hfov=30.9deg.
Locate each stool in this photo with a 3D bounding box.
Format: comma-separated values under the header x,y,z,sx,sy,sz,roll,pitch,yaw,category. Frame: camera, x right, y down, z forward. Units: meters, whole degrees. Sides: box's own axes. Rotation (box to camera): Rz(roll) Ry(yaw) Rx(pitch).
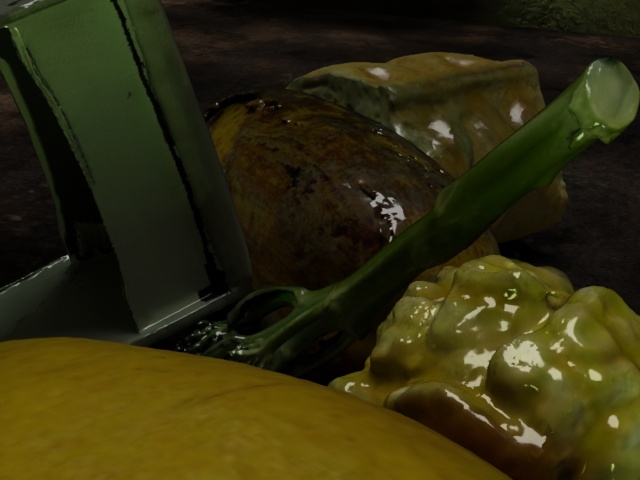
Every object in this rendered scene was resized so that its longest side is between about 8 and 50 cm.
x,y,z,sx,sy,sz,roll,pitch,yaw,category
-0.218,-0.037,0.762,0.270,0.243,0.170,-28,31,-18,stool

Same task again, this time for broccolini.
x,y,z,sx,sy,sz,roll,pitch,yaw,category
0.015,0.024,0.650,0.079,0.392,0.074,35,46,-12,broccolini

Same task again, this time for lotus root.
x,y,z,sx,sy,sz,roll,pitch,yaw,category
0.000,0.000,0.886,0.179,0.195,0.397,-11,28,-28,lotus root

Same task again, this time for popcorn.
x,y,z,sx,sy,sz,roll,pitch,yaw,category
0.090,0.114,0.566,0.189,0.218,0.169,40,44,8,popcorn

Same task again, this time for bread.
x,y,z,sx,sy,sz,roll,pitch,yaw,category
0.104,-0.081,1.134,0.252,0.196,0.239,-8,19,-35,bread

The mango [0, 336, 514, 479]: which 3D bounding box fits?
x,y,z,sx,sy,sz,roll,pitch,yaw,category
-0.068,0.151,0.415,0.301,0.220,0.445,-21,29,-22,mango
